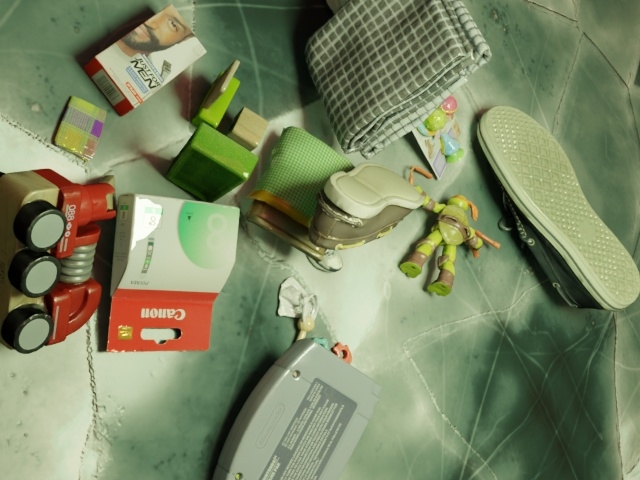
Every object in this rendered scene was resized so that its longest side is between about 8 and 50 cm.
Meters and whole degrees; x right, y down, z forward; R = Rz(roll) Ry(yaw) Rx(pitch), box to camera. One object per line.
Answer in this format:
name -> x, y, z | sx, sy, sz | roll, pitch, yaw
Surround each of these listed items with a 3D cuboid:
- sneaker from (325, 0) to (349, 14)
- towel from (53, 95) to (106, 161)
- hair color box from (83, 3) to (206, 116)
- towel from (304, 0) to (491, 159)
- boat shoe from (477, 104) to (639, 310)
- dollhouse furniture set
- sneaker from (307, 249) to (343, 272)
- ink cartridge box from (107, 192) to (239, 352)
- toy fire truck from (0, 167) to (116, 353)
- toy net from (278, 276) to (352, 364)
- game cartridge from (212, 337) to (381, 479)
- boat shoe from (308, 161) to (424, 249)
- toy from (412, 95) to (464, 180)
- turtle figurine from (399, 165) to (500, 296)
sneaker -> 0.104, -0.389, 1.499 | 0.111, 0.129, 0.297 | -35, 105, -40
towel -> -0.346, -0.162, 1.178 | 0.060, 0.009, 0.083 | 25, 66, -32
hair color box -> -0.263, -0.274, 1.237 | 0.093, 0.053, 0.167 | 53, 54, -17
towel -> 0.114, -0.307, 1.353 | 0.121, 0.283, 0.235 | 14, 47, -48
boat shoe -> 0.474, -0.056, 1.723 | 0.187, 0.156, 0.500 | -38, 94, -31
dollhouse furniture set -> -0.056, -0.123, 1.272 | 0.301, 0.151, 0.198 | 31, 64, -17
sneaker -> 0.000, 0.000, 1.392 | 0.135, 0.058, 0.052 | 53, 55, -19
ink cartridge box -> -0.212, 0.052, 1.187 | 0.181, 0.056, 0.225 | 6, 86, -42
toy fire truck -> -0.332, 0.004, 1.075 | 0.246, 0.158, 0.217 | -15, 127, -51
toy net -> 0.003, 0.167, 1.372 | 0.122, 0.045, 0.232 | -20, 94, -38
game cartridge -> -0.042, 0.311, 1.270 | 0.196, 0.060, 0.294 | 39, 74, -31
boat shoe -> 0.075, -0.052, 1.311 | 0.116, 0.097, 0.324 | 37, 21, 13
toy -> 0.229, -0.242, 1.567 | 0.137, 0.056, 0.237 | -62, 141, -28
turtle figurine -> 0.251, -0.006, 1.572 | 0.269, 0.087, 0.217 | 40, 60, -26
